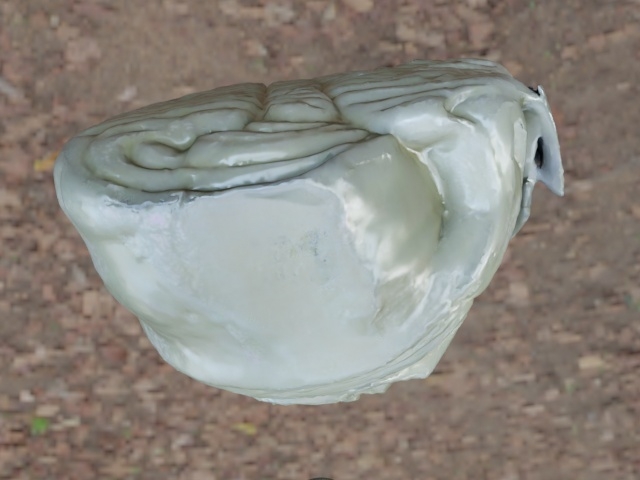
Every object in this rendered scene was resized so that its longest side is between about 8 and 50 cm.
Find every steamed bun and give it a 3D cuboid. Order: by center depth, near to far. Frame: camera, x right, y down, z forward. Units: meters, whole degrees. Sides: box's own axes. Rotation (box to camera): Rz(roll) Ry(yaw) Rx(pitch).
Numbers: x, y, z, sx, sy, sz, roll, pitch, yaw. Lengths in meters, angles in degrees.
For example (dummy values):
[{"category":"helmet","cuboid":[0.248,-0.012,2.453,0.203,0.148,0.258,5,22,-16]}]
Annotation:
[{"category":"steamed bun","cuboid":[0.002,0.000,0.654,0.211,0.144,0.218,-8,-171,0]}]

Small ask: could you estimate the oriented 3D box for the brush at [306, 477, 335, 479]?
[{"category":"brush","cuboid":[-0.099,0.210,1.062,0.266,0.062,0.027,-3,165,-11]}]
